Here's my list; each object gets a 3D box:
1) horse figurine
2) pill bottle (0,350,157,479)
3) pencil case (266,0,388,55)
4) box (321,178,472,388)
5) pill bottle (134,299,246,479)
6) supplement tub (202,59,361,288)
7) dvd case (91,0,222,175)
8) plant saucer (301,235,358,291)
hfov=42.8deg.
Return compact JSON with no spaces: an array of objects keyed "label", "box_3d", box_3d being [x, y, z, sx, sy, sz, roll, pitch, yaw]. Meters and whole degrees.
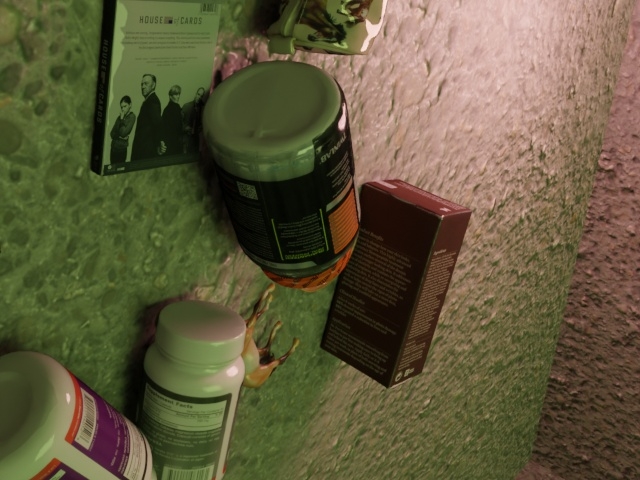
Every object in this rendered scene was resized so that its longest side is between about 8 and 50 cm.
[{"label":"horse figurine","box_3d":[-0.126,0.192,1.475,0.174,0.066,0.263,-48,144,-25]},{"label":"pill bottle","box_3d":[-0.352,0.296,1.125,0.181,0.181,0.323,-51,146,-18]},{"label":"pencil case","box_3d":[0.039,-0.458,1.167,0.183,0.160,0.411,0,112,-44]},{"label":"box","box_3d":[0.150,0.084,1.673,0.143,0.191,0.382,-13,123,-50]},{"label":"pill bottle","box_3d":[-0.210,0.249,1.307,0.161,0.161,0.283,-14,124,-50]},{"label":"supplement tub","box_3d":[-0.047,-0.087,1.246,0.207,0.207,0.338,-46,149,-25]},{"label":"dvd case","box_3d":[-0.219,-0.212,1.098,0.179,0.029,0.239,-16,124,-49]},{"label":"plant saucer","box_3d":[0.000,0.000,1.543,0.200,0.037,0.200,-33,136,-39]}]
